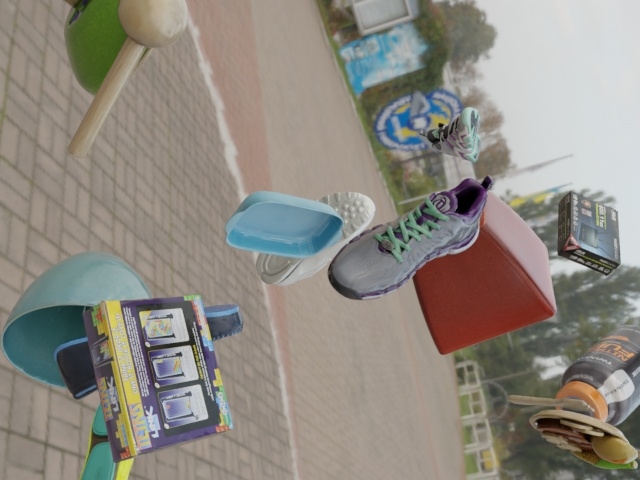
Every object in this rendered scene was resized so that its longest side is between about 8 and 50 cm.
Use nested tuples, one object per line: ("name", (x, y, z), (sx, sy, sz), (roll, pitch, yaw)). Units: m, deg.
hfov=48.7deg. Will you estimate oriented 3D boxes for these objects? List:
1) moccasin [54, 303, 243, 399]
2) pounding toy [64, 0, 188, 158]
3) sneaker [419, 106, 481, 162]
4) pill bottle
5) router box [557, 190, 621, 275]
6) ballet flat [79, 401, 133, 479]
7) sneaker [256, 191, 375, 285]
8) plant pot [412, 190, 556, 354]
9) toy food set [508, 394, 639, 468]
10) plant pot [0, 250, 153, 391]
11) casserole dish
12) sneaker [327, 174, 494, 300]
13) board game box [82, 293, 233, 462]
("moccasin", (-0.282, 0.192, 1.208), (0.138, 0.342, 0.116), (-6, 81, -72))
("pounding toy", (-0.197, -0.216, 0.617), (0.110, 0.183, 0.236), (31, 31, -32))
("sneaker", (0.146, -0.123, 0.809), (0.098, 0.069, 0.038), (62, 45, -63))
("pill bottle", (0.535, 0.260, 1.309), (0.246, 0.130, 0.130), (-24, 100, -39))
("router box", (0.438, -0.013, 1.154), (0.038, 0.092, 0.122), (121, -11, -51))
("ballet flat", (-0.307, 0.310, 1.058), (0.230, 0.077, 0.077), (-86, 171, -49))
("sneaker", (0.000, 0.000, 1.214), (0.095, 0.235, 0.090), (27, 35, -56))
("plant pot", (0.327, 0.044, 1.544), (0.235, 0.268, 0.267), (54, 27, -21))
("toy food set", (0.330, 0.254, 0.899), (0.192, 0.132, 0.038), (35, 64, -29))
("plant pot", (-0.446, 0.136, 1.380), (0.290, 0.291, 0.195), (64, 16, -46))
("casserole dish", (-0.055, -0.025, 1.045), (0.189, 0.114, 0.037), (9, 48, -34))
("sneaker", (0.103, -0.014, 0.808), (0.083, 0.224, 0.098), (46, -36, 26))
("board game box", (-0.184, 0.152, 0.810), (0.141, 0.048, 0.170), (1, 68, -49))
